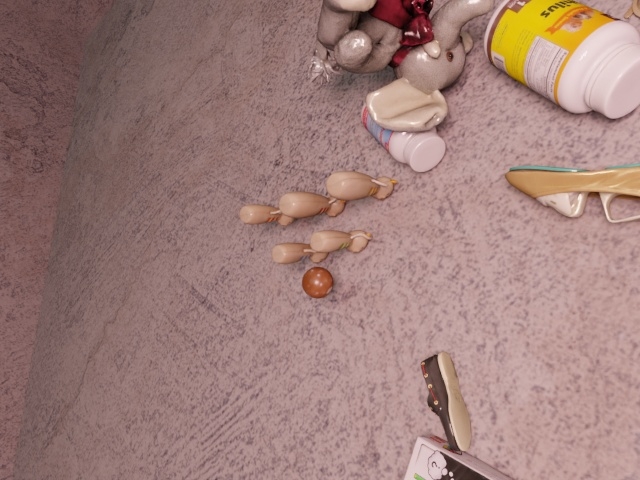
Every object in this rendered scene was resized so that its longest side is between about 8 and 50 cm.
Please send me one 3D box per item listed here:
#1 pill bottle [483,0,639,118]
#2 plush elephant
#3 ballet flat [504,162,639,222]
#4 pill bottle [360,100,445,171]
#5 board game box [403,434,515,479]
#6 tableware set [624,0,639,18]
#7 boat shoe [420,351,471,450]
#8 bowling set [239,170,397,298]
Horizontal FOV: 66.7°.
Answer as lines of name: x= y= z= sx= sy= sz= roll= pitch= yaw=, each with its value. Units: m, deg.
pill bottle: x=0.329 y=-0.249 z=0.648 sx=0.117 sy=0.117 sz=0.215 roll=-50 pitch=47 yaw=18
plush elephant: x=0.130 y=-0.323 z=0.740 sx=0.330 sy=0.255 sz=0.272 roll=117 pitch=169 yaw=-63
ballet flat: x=0.337 y=-0.059 z=0.597 sx=0.232 sy=0.080 sz=0.073 roll=5 pitch=92 yaw=46
pill bottle: x=0.141 y=-0.188 z=0.828 sx=0.087 sy=0.087 sz=0.160 roll=-49 pitch=46 yaw=19
board game box: x=0.161 y=0.427 z=0.588 sx=0.193 sy=0.053 sz=0.305 roll=14 pitch=84 yaw=47
tableware set: x=0.482 y=-0.338 z=0.606 sx=0.141 sy=0.020 sz=0.168 roll=-58 pitch=43 yaw=8
boat shoe: x=0.171 y=0.221 z=0.664 sx=0.042 sy=0.049 sz=0.133 roll=-32 pitch=48 yaw=29
bowling set: x=0.000 y=0.000 z=0.878 sx=0.287 sy=0.154 sz=0.200 roll=-10 pitch=86 yaw=40
